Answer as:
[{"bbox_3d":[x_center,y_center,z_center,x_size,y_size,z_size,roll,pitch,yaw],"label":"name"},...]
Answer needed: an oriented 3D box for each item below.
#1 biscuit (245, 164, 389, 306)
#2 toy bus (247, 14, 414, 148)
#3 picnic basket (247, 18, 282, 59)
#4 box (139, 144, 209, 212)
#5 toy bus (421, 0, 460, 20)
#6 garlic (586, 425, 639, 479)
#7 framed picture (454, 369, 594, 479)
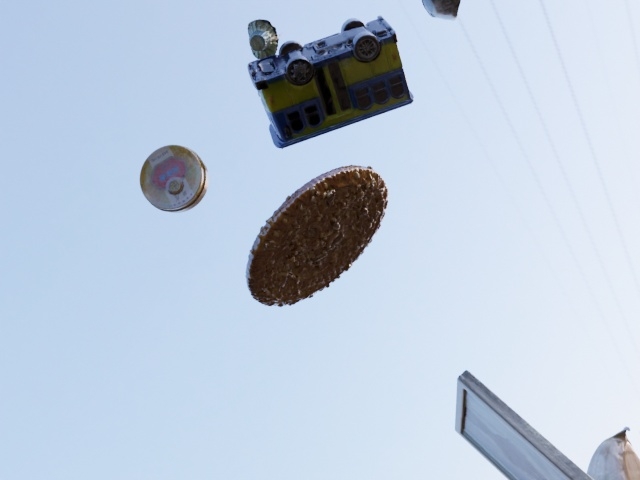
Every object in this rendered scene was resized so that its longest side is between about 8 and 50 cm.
[{"bbox_3d":[0.000,0.000,1.490,0.305,0.038,0.305,-31,-32,-22],"label":"biscuit"},{"bbox_3d":[0.018,-0.308,1.695,0.288,0.138,0.175,-19,-59,0],"label":"toy bus"},{"bbox_3d":[-0.115,-0.407,1.768,0.065,0.083,0.083,-6,-69,14],"label":"picnic basket"},{"bbox_3d":[-0.225,-0.095,1.350,0.105,0.105,0.037,-42,-15,4],"label":"box"},{"bbox_3d":[0.041,-0.248,0.625,0.330,0.144,0.152,-68,-12,-72],"label":"toy bus"},{"bbox_3d":[0.511,0.437,1.422,0.146,0.244,0.164,-10,-25,-11],"label":"garlic"},{"bbox_3d":[0.211,0.226,0.861,0.015,0.203,0.150,-40,-28,-17],"label":"framed picture"}]
